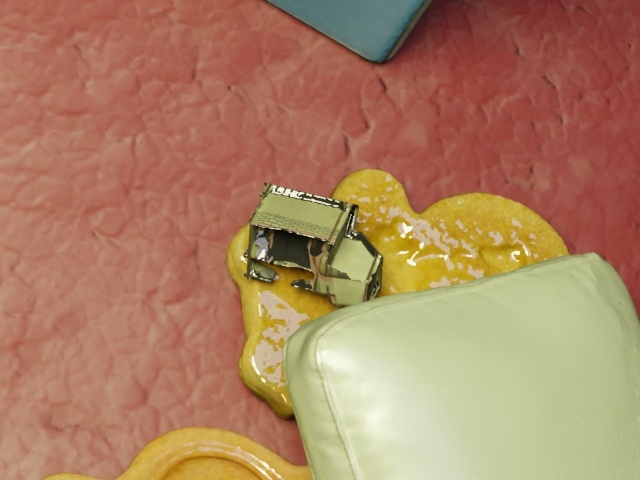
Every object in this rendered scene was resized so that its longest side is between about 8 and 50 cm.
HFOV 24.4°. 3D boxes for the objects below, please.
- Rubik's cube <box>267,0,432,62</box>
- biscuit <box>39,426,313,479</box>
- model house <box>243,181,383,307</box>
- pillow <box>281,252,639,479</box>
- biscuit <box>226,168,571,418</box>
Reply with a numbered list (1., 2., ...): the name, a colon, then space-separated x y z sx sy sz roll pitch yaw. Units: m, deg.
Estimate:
1. Rubik's cube: 0.012 -0.385 0.928 0.346 0.344 0.347 30 66 -4
2. biscuit: -0.042 0.211 0.858 0.333 0.047 0.202 8 69 -14
3. model house: 0.000 0.000 0.911 0.083 0.057 0.058 12 40 9
4. pillow: 0.125 0.176 0.842 0.255 0.119 0.322 -11 82 -35
5. biscuit: 0.064 0.041 0.957 0.248 0.035 0.184 -4 73 -16
